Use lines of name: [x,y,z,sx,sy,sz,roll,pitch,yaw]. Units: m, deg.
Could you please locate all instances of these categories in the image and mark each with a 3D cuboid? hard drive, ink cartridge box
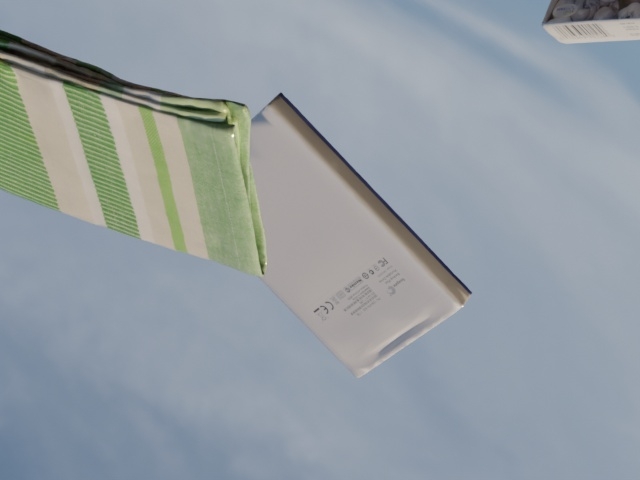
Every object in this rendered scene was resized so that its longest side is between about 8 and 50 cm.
hard drive: [0.000,0.000,2.014,0.318,0.210,0.040,46,-136,-6]
ink cartridge box: [0.333,-0.290,1.653,0.045,0.208,0.206,35,160,-36]

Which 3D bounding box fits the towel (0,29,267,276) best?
towel: [-0.204,-0.086,1.490,0.325,0.248,0.038,17,-119,13]
